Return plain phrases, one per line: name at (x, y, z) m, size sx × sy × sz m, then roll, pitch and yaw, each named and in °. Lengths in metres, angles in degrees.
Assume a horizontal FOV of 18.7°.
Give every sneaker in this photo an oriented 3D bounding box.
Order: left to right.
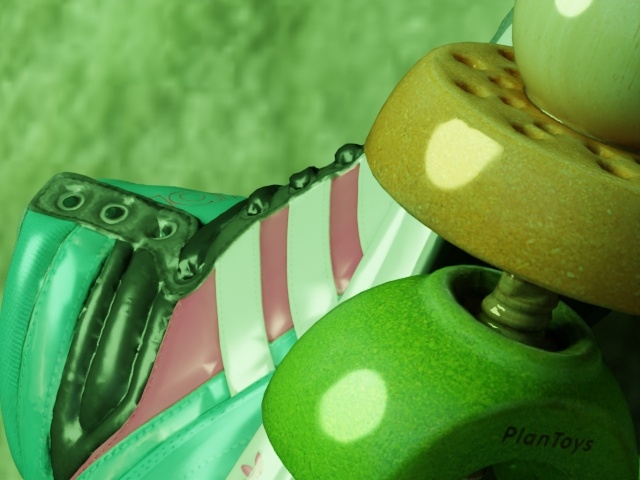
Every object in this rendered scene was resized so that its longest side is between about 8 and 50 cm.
sneaker at (0.000, 0.000, 0.637) m, size 0.178 × 0.124 × 0.295 m, roll 28°, pitch 78°, yaw 42°

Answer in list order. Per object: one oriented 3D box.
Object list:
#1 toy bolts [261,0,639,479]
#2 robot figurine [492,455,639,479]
toy bolts at (0.137, 0.029, 0.472) m, size 0.218 × 0.228 × 0.158 m, roll 50°, pitch 124°, yaw 47°
robot figurine at (0.086, 0.108, 0.607) m, size 0.115 × 0.067 × 0.101 m, roll -24°, pitch 73°, yaw 24°
